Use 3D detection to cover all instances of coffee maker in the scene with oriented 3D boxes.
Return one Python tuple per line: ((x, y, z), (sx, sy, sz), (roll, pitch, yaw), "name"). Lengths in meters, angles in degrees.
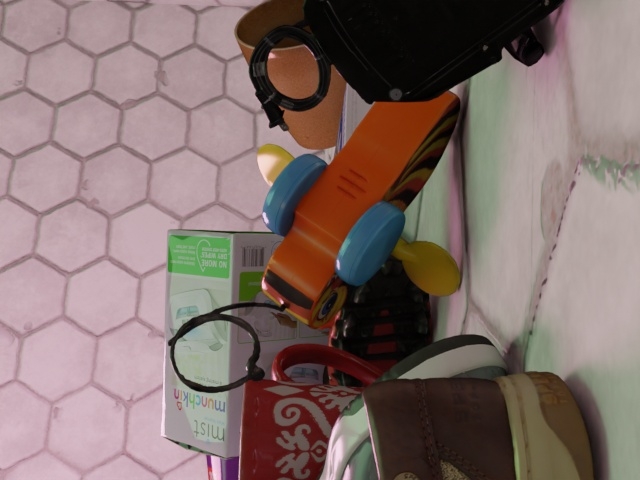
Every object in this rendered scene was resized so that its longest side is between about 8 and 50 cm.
((0.040, -0.157, 0.519), (0.178, 0.171, 0.120), (-90, -14, -68), "coffee maker")

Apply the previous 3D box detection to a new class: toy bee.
((0.000, 0.000, 0.726), (0.195, 0.298, 0.162), (56, 172, 22), "toy bee")

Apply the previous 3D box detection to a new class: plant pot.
((-0.018, -0.309, 1.655), (0.237, 0.237, 0.254), (-91, -10, -50), "plant pot")

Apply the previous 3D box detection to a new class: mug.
((0.023, 0.149, 0.697), (0.113, 0.169, 0.150), (98, 174, -71), "mug")

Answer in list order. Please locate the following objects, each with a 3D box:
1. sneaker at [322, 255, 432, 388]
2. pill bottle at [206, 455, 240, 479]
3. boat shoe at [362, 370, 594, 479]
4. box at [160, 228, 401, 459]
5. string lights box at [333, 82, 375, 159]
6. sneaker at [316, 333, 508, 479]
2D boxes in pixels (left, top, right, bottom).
((0.051, 0.118, 0.875), (0.135, 0.097, 0.276), (-97, 7, -59), "sneaker")
((-0.072, 0.198, 1.175), (0.181, 0.181, 0.323), (128, 135, -86), "pill bottle")
((0.055, 0.232, 0.424), (0.123, 0.123, 0.342), (-109, 21, -83), "boat shoe")
((-0.035, 0.105, 0.988), (0.126, 0.262, 0.231), (4, 93, 45), "box")
((0.058, -0.084, 1.103), (0.260, 0.076, 0.133), (100, 173, -71), "string lights box")
((0.054, 0.215, 0.543), (0.295, 0.124, 0.178), (-60, 45, 28), "sneaker")
